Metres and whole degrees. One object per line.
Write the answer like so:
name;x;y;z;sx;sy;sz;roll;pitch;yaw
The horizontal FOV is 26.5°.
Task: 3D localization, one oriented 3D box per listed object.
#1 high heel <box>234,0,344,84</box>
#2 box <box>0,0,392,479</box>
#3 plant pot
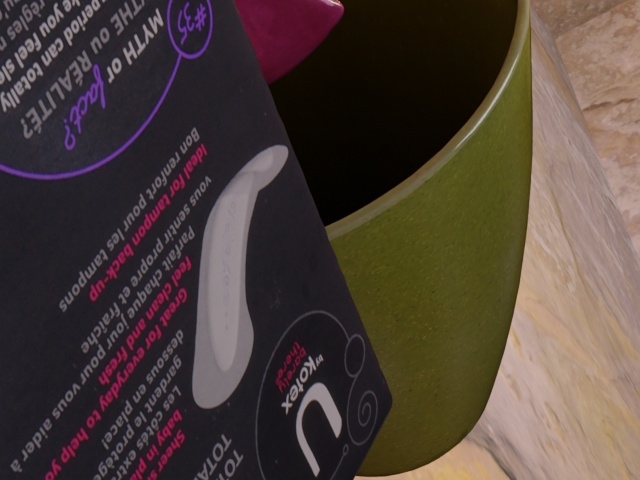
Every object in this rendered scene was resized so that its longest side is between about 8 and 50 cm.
high heel;-0.094;-0.159;0.520;0.244;0.117;0.082;62;18;-9
box;-0.103;0.010;0.409;0.165;0.143;0.270;-57;139;-36
plant pot;0.000;0.000;0.746;0.293;0.274;0.275;67;11;-47
